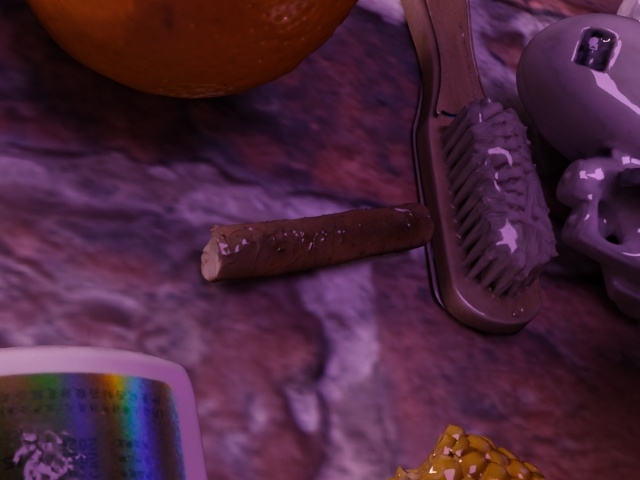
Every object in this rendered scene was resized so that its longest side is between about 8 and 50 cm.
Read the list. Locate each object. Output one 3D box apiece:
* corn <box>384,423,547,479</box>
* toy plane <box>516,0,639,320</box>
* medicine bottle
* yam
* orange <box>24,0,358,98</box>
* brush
[{"bbox_3d":[0.150,0.210,0.517,0.318,0.115,0.115,42,48,3],"label":"corn"},{"bbox_3d":[0.242,-0.066,0.753,0.252,0.118,0.252,6,74,-19],"label":"toy plane"},{"bbox_3d":[-0.094,0.150,0.427,0.115,0.078,0.219,6,56,-30],"label":"medicine bottle"},{"bbox_3d":[0.000,0.000,0.618,0.145,0.032,0.032,-9,64,-35],"label":"yam"},{"bbox_3d":[-0.062,-0.179,0.583,0.193,0.219,0.219,30,42,-49],"label":"orange"},{"bbox_3d":[0.097,-0.096,0.724,0.070,0.065,0.327,10,54,-22],"label":"brush"}]
